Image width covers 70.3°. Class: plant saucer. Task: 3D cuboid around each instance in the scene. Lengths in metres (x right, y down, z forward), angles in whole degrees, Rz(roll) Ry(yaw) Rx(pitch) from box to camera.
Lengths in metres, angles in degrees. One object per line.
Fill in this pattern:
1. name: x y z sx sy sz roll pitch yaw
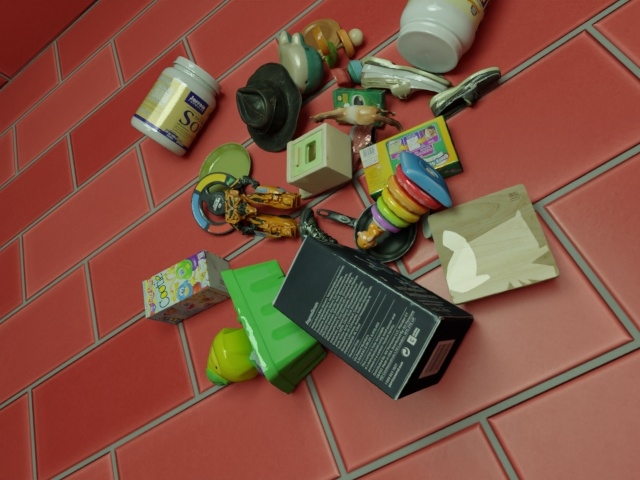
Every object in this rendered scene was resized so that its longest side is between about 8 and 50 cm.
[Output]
1. plant saucer: -0.014 -0.770 1.745 0.199 0.037 0.200 -9 69 24
2. plant saucer: -0.360 -0.257 1.740 0.240 0.037 0.241 -9 69 25

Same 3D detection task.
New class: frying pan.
1. frying pan: 0.137 -0.020 1.390 0.325 0.053 0.198 -7 70 27

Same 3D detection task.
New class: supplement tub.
1. supplement tub: -0.573 -0.535 1.830 0.241 0.241 0.331 32 89 32
2. supplement tub: 0.387 -0.716 1.401 0.235 0.235 0.325 20 83 31

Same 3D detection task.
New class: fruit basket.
1. fruit basket: -0.209 0.291 1.353 0.391 0.283 0.392 -5 61 9

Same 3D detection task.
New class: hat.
1. hat: -0.222 -0.483 1.636 0.331 0.133 0.332 8 101 44

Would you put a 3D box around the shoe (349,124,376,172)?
1. shoe: 0.131 -0.300 1.486 0.081 0.063 0.178 2 70 31

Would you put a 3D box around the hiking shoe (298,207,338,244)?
1. hiking shoe: 0.000 0.000 1.446 0.114 0.086 0.227 -12 76 14

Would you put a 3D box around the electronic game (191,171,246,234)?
1. electronic game: -0.373 -0.135 1.660 0.229 0.048 0.230 1 92 19

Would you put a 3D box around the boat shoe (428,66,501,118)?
1. boat shoe: 0.440 -0.437 1.371 0.223 0.080 0.074 -23 69 24

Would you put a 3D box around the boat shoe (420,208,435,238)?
1. boat shoe: 0.318 -0.063 1.320 0.046 0.038 0.125 129 142 -54

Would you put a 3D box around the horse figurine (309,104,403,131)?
1. horse figurine: 0.122 -0.382 1.406 0.263 0.174 0.066 15 107 32

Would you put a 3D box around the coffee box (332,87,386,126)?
1. coffee box: 0.130 -0.445 1.516 0.184 0.113 0.040 13 36 32

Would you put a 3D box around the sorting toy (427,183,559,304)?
1. sorting toy: 0.445 0.021 1.194 0.257 0.089 0.256 -20 65 20

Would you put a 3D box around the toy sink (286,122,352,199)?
1. toy sink: -0.027 -0.249 1.468 0.234 0.131 0.153 -17 64 43

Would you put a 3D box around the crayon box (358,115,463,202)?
1. crayon box: 0.270 -0.241 1.383 0.278 0.081 0.166 -20 65 20

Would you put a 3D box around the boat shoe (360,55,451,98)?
1. boat shoe: 0.271 -0.510 1.473 0.302 0.113 0.103 26 112 25

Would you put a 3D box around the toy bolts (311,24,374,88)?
1. toy bolts: 0.093 -0.649 1.565 0.158 0.218 0.229 -26 80 10

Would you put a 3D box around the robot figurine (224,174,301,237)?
1. robot figurine: -0.206 -0.105 1.534 0.290 0.085 0.211 10 109 21

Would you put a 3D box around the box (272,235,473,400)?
1. box: 0.136 0.181 1.158 0.395 0.293 0.212 31 99 31

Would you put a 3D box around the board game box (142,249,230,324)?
1. board game box: -0.458 0.166 1.576 0.275 0.144 0.142 -26 62 16

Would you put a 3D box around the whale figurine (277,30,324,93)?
1. whale figurine: -0.076 -0.659 1.673 0.141 0.216 0.272 -9 53 -20

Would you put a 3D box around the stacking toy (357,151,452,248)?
1. stacking toy: 0.209 -0.083 1.281 0.302 0.175 0.166 -49 16 27
